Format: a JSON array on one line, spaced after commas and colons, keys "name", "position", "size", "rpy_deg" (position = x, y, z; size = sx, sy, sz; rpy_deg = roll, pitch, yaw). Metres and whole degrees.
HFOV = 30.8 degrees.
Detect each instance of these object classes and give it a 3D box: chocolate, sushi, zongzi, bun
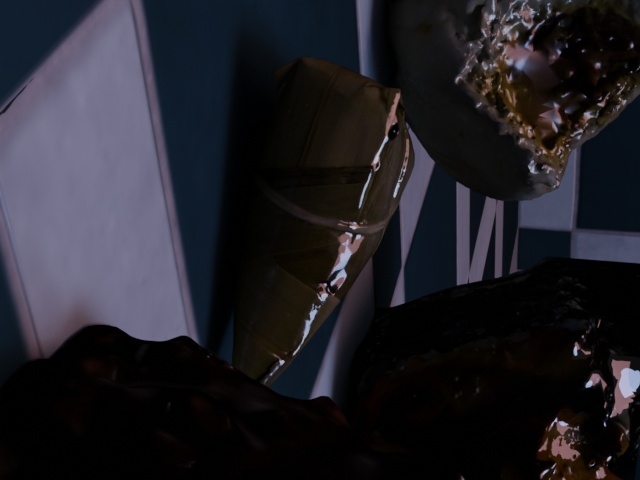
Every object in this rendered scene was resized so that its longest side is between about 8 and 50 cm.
[{"name": "chocolate", "position": [-0.013, 0.148, 0.403], "size": [0.206, 0.177, 0.224], "rpy_deg": [-71, 159, -47]}, {"name": "sushi", "position": [0.137, 0.135, 0.909], "size": [0.212, 0.227, 0.215], "rpy_deg": [-43, 135, -71]}, {"name": "zongzi", "position": [0.000, 0.000, 0.638], "size": [0.160, 0.078, 0.176], "rpy_deg": [17, 87, -77]}, {"name": "bun", "position": [0.163, -0.188, 0.948], "size": [0.205, 0.281, 0.281], "rpy_deg": [45, 36, -20]}]
